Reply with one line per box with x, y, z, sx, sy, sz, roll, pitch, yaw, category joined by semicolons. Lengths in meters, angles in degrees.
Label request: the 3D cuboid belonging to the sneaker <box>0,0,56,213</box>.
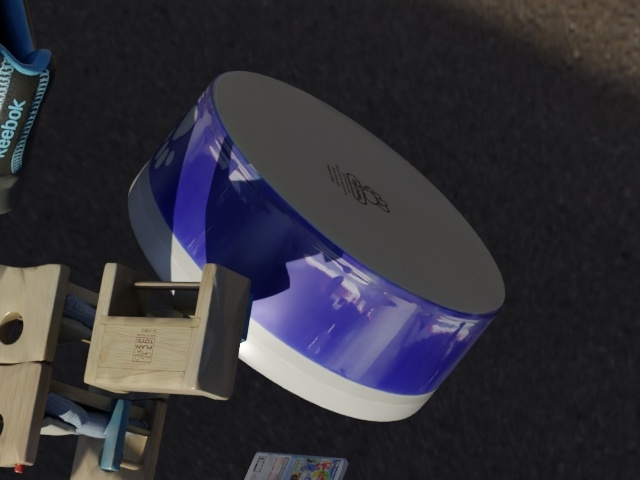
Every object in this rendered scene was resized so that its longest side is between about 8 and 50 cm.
-0.265;-0.176;1.041;0.125;0.140;0.341;-1;48;-40;sneaker

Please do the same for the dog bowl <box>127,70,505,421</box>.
0.000;0.000;1.055;0.265;0.265;0.104;47;112;21;dog bowl

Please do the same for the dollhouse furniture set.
-0.113;0.093;0.922;0.183;0.129;0.129;-1;73;33;dollhouse furniture set

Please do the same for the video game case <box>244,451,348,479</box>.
-0.036;0.287;1.714;0.122;0.011;0.087;0;46;29;video game case
